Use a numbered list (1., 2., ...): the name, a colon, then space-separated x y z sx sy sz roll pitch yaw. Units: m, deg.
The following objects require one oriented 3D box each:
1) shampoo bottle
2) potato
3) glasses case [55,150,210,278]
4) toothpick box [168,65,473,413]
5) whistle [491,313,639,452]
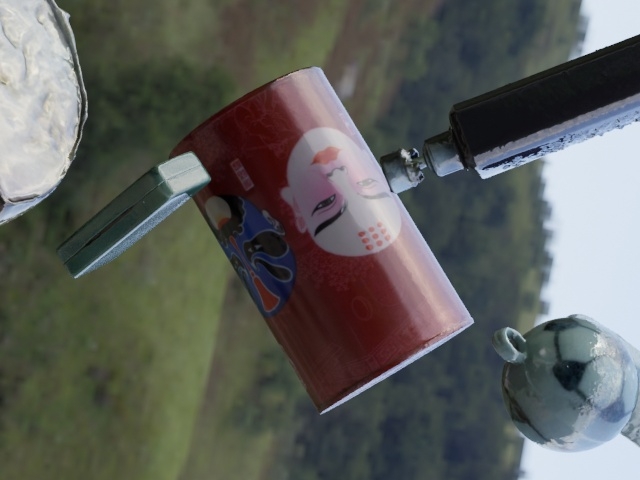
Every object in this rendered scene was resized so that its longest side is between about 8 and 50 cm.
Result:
1. shampoo bottle: 0.201 -0.110 1.626 0.098 0.309 0.071 27 42 -81
2. potato: -0.355 -0.094 1.670 0.189 0.264 0.211 64 30 -9
3. glasses case: -0.198 -0.026 1.938 0.184 0.039 0.078 -36 175 37
4. toothpick box: 0.000 0.000 2.042 0.333 0.204 0.204 58 -17 6
5. whistle: 0.302 0.176 2.044 0.163 0.290 0.163 -47 -157 27
